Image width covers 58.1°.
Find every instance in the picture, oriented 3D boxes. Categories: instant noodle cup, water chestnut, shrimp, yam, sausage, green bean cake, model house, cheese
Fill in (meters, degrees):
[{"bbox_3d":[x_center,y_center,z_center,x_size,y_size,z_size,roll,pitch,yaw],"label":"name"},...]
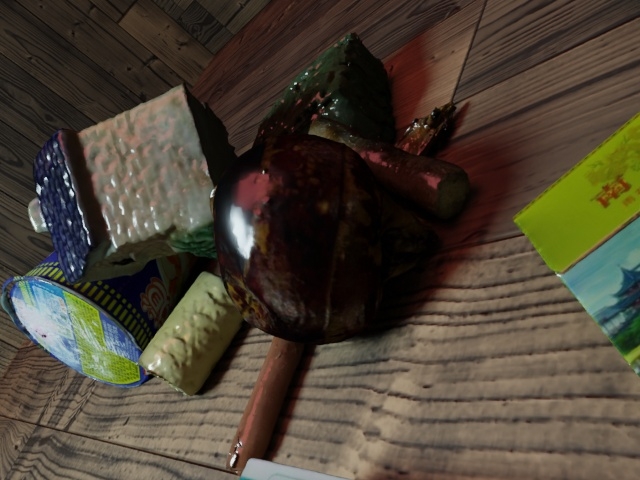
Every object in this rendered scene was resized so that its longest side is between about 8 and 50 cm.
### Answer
[{"bbox_3d":[-0.364,0.061,1.073,0.284,0.284,0.312,-27,26,42],"label":"instant noodle cup"},{"bbox_3d":[0.000,0.000,0.609,0.223,0.237,0.224,180,90,-86],"label":"water chestnut"},{"bbox_3d":[0.101,-0.106,0.730,0.184,0.043,0.091,-46,22,15],"label":"shrimp"},{"bbox_3d":[0.064,-0.092,0.676,0.061,0.061,0.252,-53,43,-3],"label":"yam"},{"bbox_3d":[-0.055,0.167,0.640,0.043,0.043,0.186,-21,40,48],"label":"sausage"},{"bbox_3d":[-0.004,-0.188,0.923,0.241,0.132,0.255,-39,28,34],"label":"green bean cake"},{"bbox_3d":[-0.252,-0.056,0.842,0.284,0.244,0.298,-16,-7,3],"label":"model house"},{"bbox_3d":[-0.177,0.133,0.833,0.167,0.093,0.123,-57,15,-20],"label":"cheese"}]

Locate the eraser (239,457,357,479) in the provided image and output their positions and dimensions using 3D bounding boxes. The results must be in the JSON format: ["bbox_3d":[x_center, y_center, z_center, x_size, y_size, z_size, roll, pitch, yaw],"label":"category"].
[{"bbox_3d":[0.031,0.200,0.384,0.225,0.095,0.052,-16,39,52],"label":"eraser"}]

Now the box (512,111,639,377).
[{"bbox_3d":[0.250,0.018,0.312,0.187,0.047,0.335,-44,26,19],"label":"box"}]
